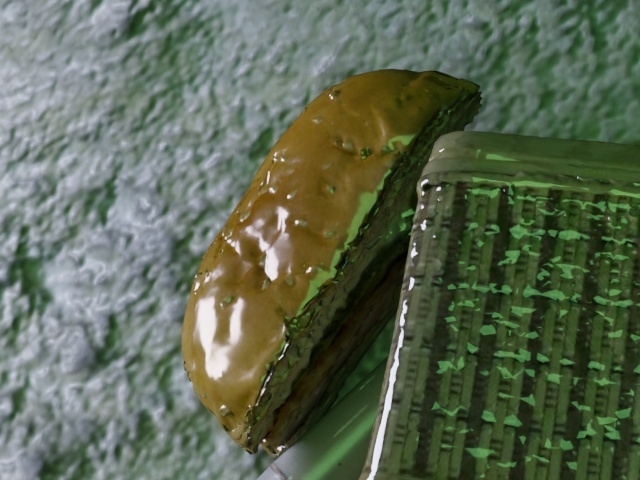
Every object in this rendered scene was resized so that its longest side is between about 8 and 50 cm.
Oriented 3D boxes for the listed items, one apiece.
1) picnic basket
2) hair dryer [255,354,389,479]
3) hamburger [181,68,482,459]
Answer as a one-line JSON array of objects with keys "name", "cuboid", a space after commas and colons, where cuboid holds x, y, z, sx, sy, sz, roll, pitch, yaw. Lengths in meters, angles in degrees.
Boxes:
[{"name": "picnic basket", "cuboid": [0.166, 0.086, 0.589, 0.228, 0.313, 0.175, 6, 69, 19]}, {"name": "hair dryer", "cuboid": [0.052, 0.206, 0.715, 0.195, 0.053, 0.220, -44, 72, -8]}, {"name": "hamburger", "cuboid": [0.000, 0.000, 0.756, 0.131, 0.124, 0.262, 35, 87, 22]}]
